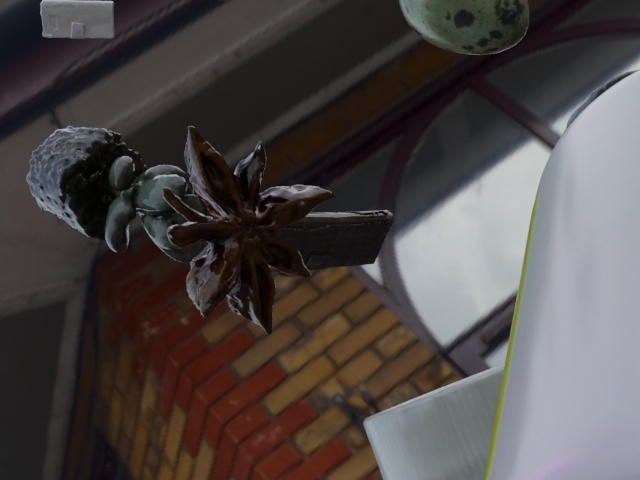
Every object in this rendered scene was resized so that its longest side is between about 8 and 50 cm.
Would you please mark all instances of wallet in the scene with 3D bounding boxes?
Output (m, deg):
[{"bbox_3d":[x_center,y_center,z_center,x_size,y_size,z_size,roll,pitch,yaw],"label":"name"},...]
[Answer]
[{"bbox_3d":[0.000,0.000,1.780,0.230,0.042,0.124,-5,-40,-24],"label":"wallet"},{"bbox_3d":[-0.277,-0.253,1.230,0.083,0.011,0.044,1,-77,0],"label":"wallet"}]

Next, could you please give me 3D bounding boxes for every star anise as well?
[{"bbox_3d":[-0.083,-0.007,1.132,0.196,0.212,0.111,-1,-11,-27],"label":"star anise"}]

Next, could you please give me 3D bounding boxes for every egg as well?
[{"bbox_3d":[0.227,-0.379,1.684,0.177,0.228,0.177,-41,-25,-25],"label":"egg"}]

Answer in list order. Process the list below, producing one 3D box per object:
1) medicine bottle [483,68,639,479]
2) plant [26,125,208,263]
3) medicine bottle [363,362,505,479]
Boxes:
[{"bbox_3d":[0.174,0.092,0.425,0.378,0.214,0.213,-67,-10,-50],"label":"medicine bottle"},{"bbox_3d":[-0.276,-0.064,1.490,0.149,0.274,0.146,-56,-32,-19],"label":"plant"},{"bbox_3d":[0.191,0.294,0.934,0.211,0.371,0.211,-21,-8,-3],"label":"medicine bottle"}]
